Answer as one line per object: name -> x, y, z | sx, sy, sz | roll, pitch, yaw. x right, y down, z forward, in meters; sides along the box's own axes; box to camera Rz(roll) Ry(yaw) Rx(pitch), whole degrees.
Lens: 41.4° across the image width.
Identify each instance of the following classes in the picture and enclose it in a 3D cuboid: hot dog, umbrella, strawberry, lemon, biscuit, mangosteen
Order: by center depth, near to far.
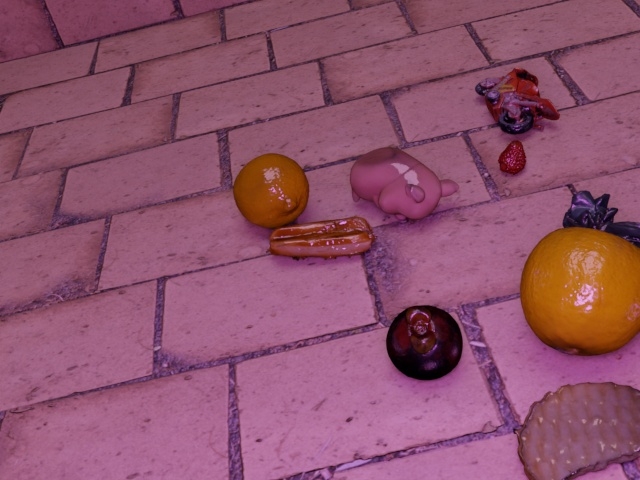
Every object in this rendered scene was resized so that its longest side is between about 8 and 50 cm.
biscuit -> 0.452, 0.316, 1.436 | 0.273, 0.036, 0.187 | -19, 37, -5
lemon -> 0.479, 0.107, 1.545 | 0.240, 0.240, 0.219 | 14, 70, 33
mangosteen -> 0.196, 0.186, 1.601 | 0.152, 0.152, 0.152 | -9, 37, 7
umbrella -> 0.616, 0.030, 1.679 | 0.094, 0.143, 0.349 | -10, 33, -26
hot dog -> 0.000, 0.000, 1.976 | 0.269, 0.072, 0.109 | -6, 36, 10
strawberry -> 0.472, -0.207, 2.079 | 0.073, 0.083, 0.073 | -6, 29, 3
lemon -> -0.122, -0.124, 2.088 | 0.186, 0.187, 0.244 | -30, 34, -20

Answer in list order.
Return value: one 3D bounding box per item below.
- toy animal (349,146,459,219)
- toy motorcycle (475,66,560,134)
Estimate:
toy animal -> 0.183, -0.138, 2.024 | 0.250, 0.154, 0.166 | 26, 44, 38
toy motorcycle -> 0.524, -0.383, 2.280 | 0.171, 0.089, 0.298 | -14, 37, -1
